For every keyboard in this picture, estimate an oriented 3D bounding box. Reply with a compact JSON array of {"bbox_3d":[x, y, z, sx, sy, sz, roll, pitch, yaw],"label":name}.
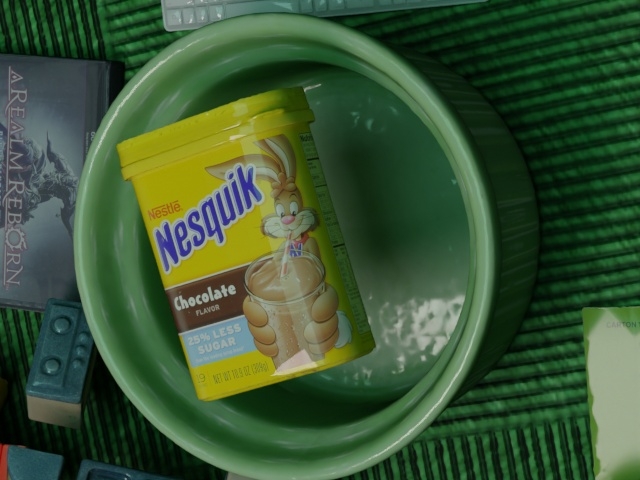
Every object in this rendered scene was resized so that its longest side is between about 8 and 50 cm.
[{"bbox_3d":[-0.003,-0.193,1.339,0.256,0.014,0.072,-2,94,26],"label":"keyboard"}]

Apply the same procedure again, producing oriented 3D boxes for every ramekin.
[{"bbox_3d":[0.000,0.000,1.282,0.303,0.148,0.303,3,96,25],"label":"ramekin"}]

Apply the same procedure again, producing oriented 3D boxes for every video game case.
[{"bbox_3d":[-0.278,-0.050,1.482,0.274,0.026,0.196,6,98,26],"label":"video game case"}]

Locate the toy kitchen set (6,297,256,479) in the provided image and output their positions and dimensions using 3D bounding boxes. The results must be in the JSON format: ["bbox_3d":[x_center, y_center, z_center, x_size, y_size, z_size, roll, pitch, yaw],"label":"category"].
[{"bbox_3d":[-0.112,0.131,1.369,0.207,0.122,0.166,12,57,-3],"label":"toy kitchen set"}]

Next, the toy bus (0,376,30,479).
[{"bbox_3d":[-0.303,0.148,1.450,0.211,0.149,0.220,3,76,6],"label":"toy bus"}]

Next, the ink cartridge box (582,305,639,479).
[{"bbox_3d":[0.244,0.173,1.210,0.188,0.097,0.255,-2,95,26],"label":"ink cartridge box"}]

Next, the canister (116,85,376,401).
[{"bbox_3d":[-0.044,0.004,1.180,0.126,0.073,0.170,-18,89,26],"label":"canister"}]
